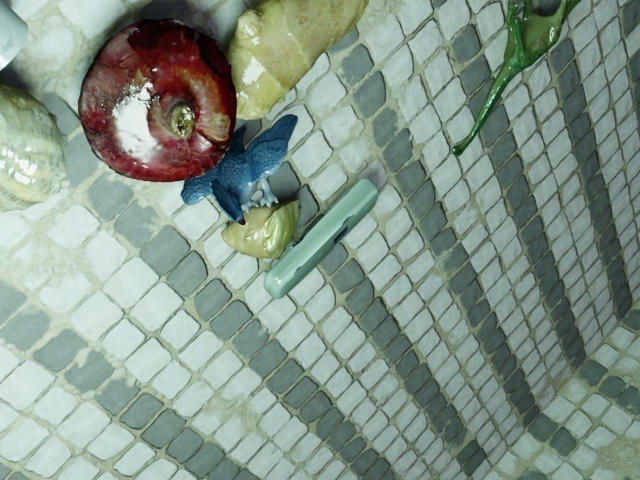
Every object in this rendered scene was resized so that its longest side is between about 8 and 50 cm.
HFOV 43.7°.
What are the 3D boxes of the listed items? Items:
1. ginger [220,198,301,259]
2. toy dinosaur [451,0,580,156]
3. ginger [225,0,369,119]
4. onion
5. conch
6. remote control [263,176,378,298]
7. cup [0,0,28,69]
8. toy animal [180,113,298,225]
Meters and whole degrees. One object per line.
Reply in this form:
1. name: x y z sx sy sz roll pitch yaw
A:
1. ginger: -0.106 -0.025 1.510 0.193 0.122 0.115 -20 115 -74
2. toy dinosaur: 0.465 -0.392 1.776 0.447 0.087 0.301 -28 130 -17
3. ginger: -0.043 -0.348 1.325 0.354 0.126 0.190 -46 140 -14
4. onion: -0.230 -0.195 1.186 0.252 0.219 0.252 -13 117 -28
5. conch: -0.470 -0.133 1.063 0.210 0.159 0.291 -34 132 18
6. remote control: 0.000 0.000 1.598 0.296 0.056 0.140 -45 169 -10
7. cup: -0.462 -0.270 1.011 0.133 0.099 0.136 48 62 -47
8. toy animal: -0.133 -0.114 1.307 0.239 0.256 0.176 -24 147 11
